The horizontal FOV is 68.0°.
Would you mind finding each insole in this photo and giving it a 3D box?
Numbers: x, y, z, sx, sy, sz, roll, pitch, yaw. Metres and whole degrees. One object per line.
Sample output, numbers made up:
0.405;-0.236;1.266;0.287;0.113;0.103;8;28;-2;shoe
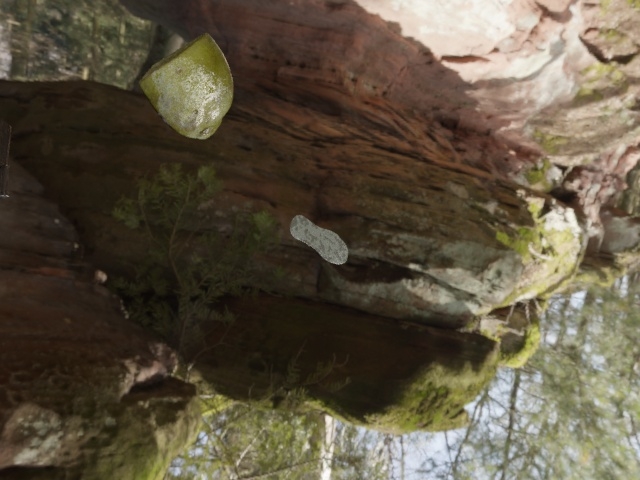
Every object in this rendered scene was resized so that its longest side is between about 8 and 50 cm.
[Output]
0.000;0.000;1.061;0.193;0.065;0.006;31;165;-39;insole

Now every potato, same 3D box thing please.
-0.188;-0.228;0.749;0.120;0.081;0.149;-19;132;29;potato

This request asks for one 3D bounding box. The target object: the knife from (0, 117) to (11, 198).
-0.861;-0.222;1.271;0.060;0.230;0.028;-3;169;3;knife
